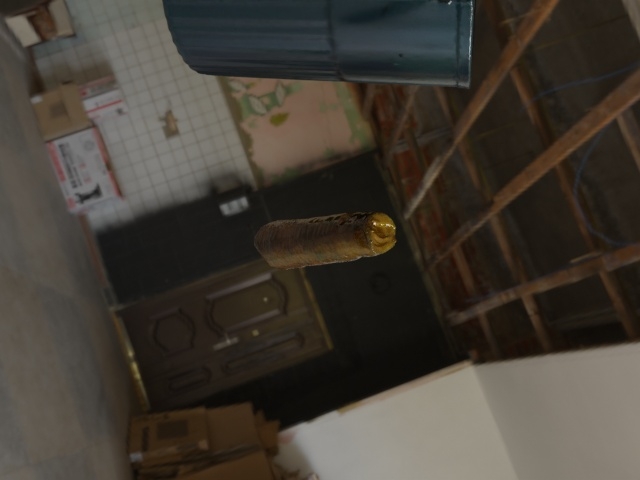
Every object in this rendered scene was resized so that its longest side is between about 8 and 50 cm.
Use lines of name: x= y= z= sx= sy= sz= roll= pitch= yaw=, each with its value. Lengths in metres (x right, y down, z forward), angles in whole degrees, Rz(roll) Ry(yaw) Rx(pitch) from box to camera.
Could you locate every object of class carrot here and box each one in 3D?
carrot: x=0.000 y=0.000 z=0.579 sx=0.171 sy=0.042 sz=0.042 roll=-7 pitch=-76 yaw=60

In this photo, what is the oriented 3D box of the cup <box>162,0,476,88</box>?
cup: x=0.013 y=-0.303 z=0.795 sx=0.242 sy=0.292 sz=0.307 roll=71 pitch=23 yaw=-63
